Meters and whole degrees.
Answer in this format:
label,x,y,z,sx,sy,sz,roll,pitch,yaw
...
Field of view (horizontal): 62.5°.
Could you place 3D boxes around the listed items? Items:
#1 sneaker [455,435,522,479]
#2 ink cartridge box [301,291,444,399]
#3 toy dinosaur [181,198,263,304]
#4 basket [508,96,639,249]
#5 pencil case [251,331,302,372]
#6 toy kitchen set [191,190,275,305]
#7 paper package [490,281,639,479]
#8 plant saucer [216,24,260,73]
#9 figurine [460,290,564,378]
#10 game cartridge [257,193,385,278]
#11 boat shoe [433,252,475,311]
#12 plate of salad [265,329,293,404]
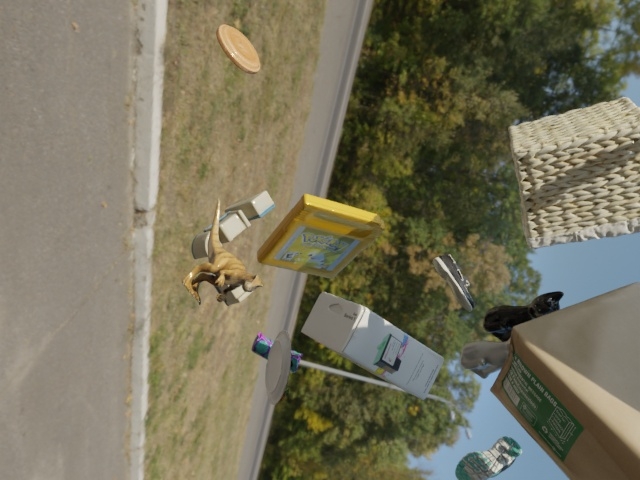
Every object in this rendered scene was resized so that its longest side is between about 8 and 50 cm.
label,x,y,z,sx,sy,sz,roll,pitch,yaw
sneaker,0.360,0.489,1.137,0.065,0.167,0.076,-128,-146,-48
ink cartridge box,0.121,0.249,1.262,0.201,0.278,0.117,10,-112,60
toy dinosaur,-0.144,0.035,0.758,0.211,0.112,0.064,44,-16,47
basket,0.669,-0.177,1.346,0.328,0.332,0.266,-55,130,-61
pencil case,-0.131,0.334,1.574,0.070,0.152,0.064,-60,-176,35
toy kitchen set,-0.179,0.019,1.177,0.122,0.166,0.207,-10,-154,50
paper package,0.488,0.251,0.803,0.324,0.310,0.168,-126,-149,-46
plant saucer,-0.120,-0.287,0.788,0.013,0.083,0.083,-32,-159,27
figurine,0.446,0.213,1.215,0.215,0.092,0.209,-42,177,-36
game cartridge,0.000,0.000,1.607,0.323,0.286,0.052,-46,-141,46
boat shoe,0.268,0.079,1.029,0.125,0.038,0.046,59,-13,29
plate of salad,-0.106,0.345,1.436,0.200,0.048,0.199,-167,-90,-71
